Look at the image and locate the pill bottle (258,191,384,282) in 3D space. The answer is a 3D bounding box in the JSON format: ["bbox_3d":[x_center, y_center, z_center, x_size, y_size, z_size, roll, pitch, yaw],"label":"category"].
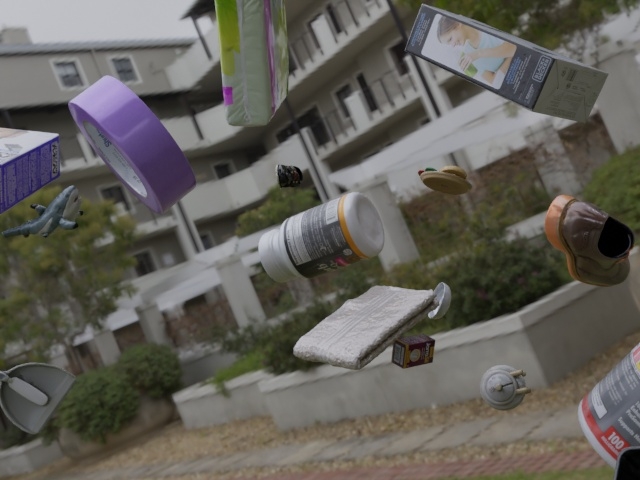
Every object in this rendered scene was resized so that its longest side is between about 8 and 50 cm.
[{"bbox_3d":[0.000,0.000,1.952,0.279,0.162,0.162,-21,-2,28],"label":"pill bottle"}]

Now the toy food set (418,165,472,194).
[{"bbox_3d":[0.191,-0.093,1.244,0.083,0.020,0.083,6,-15,34],"label":"toy food set"}]

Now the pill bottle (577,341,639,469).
[{"bbox_3d":[0.655,0.256,1.458,0.210,0.210,0.362,-19,-33,-55],"label":"pill bottle"}]

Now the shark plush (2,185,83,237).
[{"bbox_3d":[-0.518,-0.047,1.527,0.161,0.067,0.073,-18,26,14],"label":"shark plush"}]

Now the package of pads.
[{"bbox_3d":[-0.128,-0.393,1.575,0.101,0.296,0.229,1,24,7],"label":"package of pads"}]

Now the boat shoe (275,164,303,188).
[{"bbox_3d":[-0.064,-0.131,1.646,0.042,0.048,0.133,-5,3,9],"label":"boat shoe"}]

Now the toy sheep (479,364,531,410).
[{"bbox_3d":[0.333,0.267,1.478,0.091,0.091,0.132,-24,-22,12],"label":"toy sheep"}]

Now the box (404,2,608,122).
[{"bbox_3d":[0.302,-0.296,1.346,0.169,0.290,0.087,0,-61,-44],"label":"box"}]

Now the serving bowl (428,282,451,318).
[{"bbox_3d":[0.264,0.134,1.768,0.027,0.083,0.083,20,-12,-9],"label":"serving bowl"}]

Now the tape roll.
[{"bbox_3d":[-0.365,-0.183,1.581,0.090,0.274,0.275,-42,3,-17],"label":"tape roll"}]

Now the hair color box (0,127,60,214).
[{"bbox_3d":[-0.676,-0.145,1.643,0.185,0.110,0.339,6,17,1],"label":"hair color box"}]

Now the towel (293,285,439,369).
[{"bbox_3d":[0.099,0.172,1.687,0.187,0.049,0.282,2,28,47],"label":"towel"}]

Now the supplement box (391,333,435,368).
[{"bbox_3d":[0.195,0.232,1.706,0.083,0.054,0.043,-6,17,-35],"label":"supplement box"}]

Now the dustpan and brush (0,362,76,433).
[{"bbox_3d":[-0.628,0.294,1.672,0.147,0.211,0.060,-57,17,-11],"label":"dustpan and brush"}]

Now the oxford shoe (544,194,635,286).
[{"bbox_3d":[0.603,0.025,1.729,0.133,0.129,0.364,19,-8,43],"label":"oxford shoe"}]

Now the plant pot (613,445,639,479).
[{"bbox_3d":[0.433,0.340,0.868,0.188,0.167,0.187,-24,31,48],"label":"plant pot"}]
